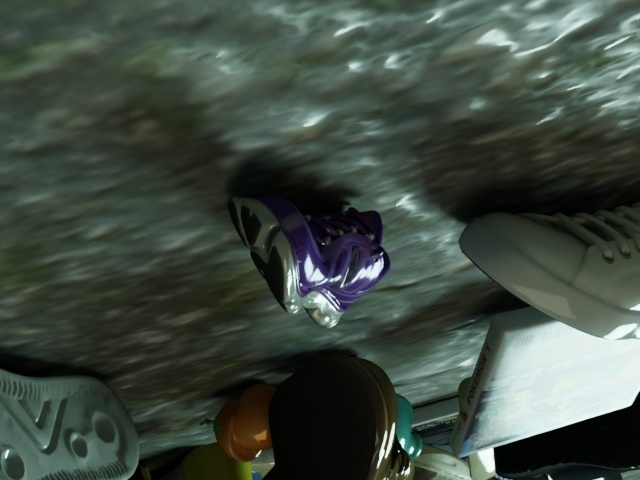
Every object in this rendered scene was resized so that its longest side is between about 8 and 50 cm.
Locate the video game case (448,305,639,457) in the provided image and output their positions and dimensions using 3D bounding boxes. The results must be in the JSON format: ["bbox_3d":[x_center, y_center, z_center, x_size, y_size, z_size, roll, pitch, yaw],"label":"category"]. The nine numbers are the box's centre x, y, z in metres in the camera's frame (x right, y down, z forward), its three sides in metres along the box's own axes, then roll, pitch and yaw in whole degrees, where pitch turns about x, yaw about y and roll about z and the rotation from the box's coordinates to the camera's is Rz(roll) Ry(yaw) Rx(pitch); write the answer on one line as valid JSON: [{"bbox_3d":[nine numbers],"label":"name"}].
[{"bbox_3d":[0.223,0.111,0.936,0.201,0.023,0.183,-12,138,-21],"label":"video game case"}]

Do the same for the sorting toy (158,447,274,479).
[{"bbox_3d":[-0.105,0.335,1.230,0.255,0.089,0.257,9,141,-46],"label":"sorting toy"}]

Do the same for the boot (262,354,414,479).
[{"bbox_3d":[0.026,0.175,0.867,0.115,0.112,0.305,-21,150,-24],"label":"boot"}]

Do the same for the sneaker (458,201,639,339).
[{"bbox_3d":[0.219,0.001,0.713,0.290,0.106,0.123,13,111,-36],"label":"sneaker"}]

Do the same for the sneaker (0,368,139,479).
[{"bbox_3d":[-0.296,0.170,0.698,0.236,0.130,0.323,-27,161,17],"label":"sneaker"}]

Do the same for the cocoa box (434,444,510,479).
[{"bbox_3d":[0.122,0.414,1.421,0.347,0.228,0.231,8,150,-44],"label":"cocoa box"}]

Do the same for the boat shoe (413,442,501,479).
[{"bbox_3d":[0.177,0.326,1.279,0.285,0.092,0.103,33,161,-36],"label":"boat shoe"}]

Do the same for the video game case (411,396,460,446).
[{"bbox_3d":[0.190,0.205,1.244,0.190,0.022,0.173,-16,159,5],"label":"video game case"}]

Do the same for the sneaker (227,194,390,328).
[{"bbox_3d":[0.000,0.000,0.597,0.071,0.068,0.170,-34,164,6],"label":"sneaker"}]

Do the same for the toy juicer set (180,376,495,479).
[{"bbox_3d":[0.038,0.169,0.997,0.329,0.089,0.209,-4,138,-18],"label":"toy juicer set"}]

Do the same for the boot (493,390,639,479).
[{"bbox_3d":[0.348,0.271,1.304,0.246,0.094,0.207,-16,149,23],"label":"boot"}]

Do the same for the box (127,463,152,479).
[{"bbox_3d":[-0.305,0.288,0.944,0.322,0.079,0.257,-9,180,-13],"label":"box"}]
